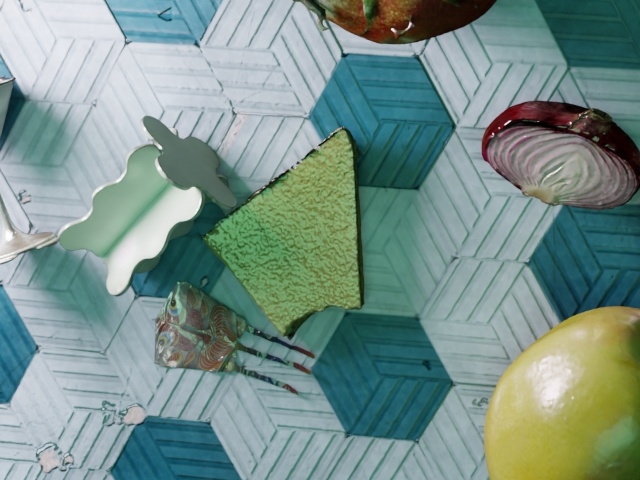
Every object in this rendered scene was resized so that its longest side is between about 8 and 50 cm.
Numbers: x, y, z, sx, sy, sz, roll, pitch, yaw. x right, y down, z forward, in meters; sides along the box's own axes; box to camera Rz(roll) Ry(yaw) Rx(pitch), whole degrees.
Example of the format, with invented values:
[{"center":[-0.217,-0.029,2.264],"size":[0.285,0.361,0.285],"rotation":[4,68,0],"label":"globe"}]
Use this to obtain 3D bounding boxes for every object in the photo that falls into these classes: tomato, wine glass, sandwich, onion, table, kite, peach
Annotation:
[{"center":[0.099,-0.384,1.798],"size":[0.303,0.239,0.304],"rotation":[6,108,19],"label":"tomato"},{"center":[-0.442,-0.089,1.990],"size":[0.156,0.156,0.232],"rotation":[-15,102,11],"label":"wine glass"},{"center":[0.000,0.000,1.984],"size":[0.245,0.063,0.212],"rotation":[-36,97,14],"label":"sandwich"},{"center":[0.315,-0.127,1.883],"size":[0.205,0.098,0.151],"rotation":[25,129,-3],"label":"onion"},{"center":[-0.234,-0.038,1.967],"size":[0.166,0.166,0.198],"rotation":[44,112,-2],"label":"table"},{"center":[-0.122,0.150,2.055],"size":[0.229,0.016,0.127],"rotation":[23,107,7],"label":"kite"},{"center":[0.358,0.249,1.865],"size":[0.315,0.281,0.314],"rotation":[-38,100,23],"label":"peach"}]
